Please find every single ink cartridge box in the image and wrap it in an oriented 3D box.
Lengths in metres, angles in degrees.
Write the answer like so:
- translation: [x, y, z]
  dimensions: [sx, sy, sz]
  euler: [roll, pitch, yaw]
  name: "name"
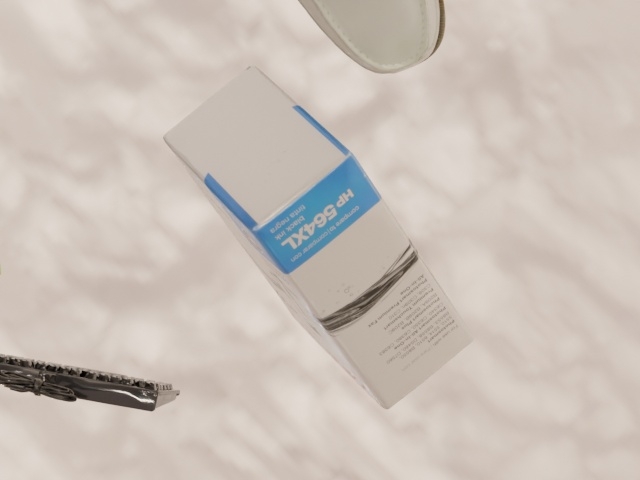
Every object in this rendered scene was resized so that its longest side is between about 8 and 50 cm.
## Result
- translation: [0.000, 0.000, 1.350]
  dimensions: [0.148, 0.086, 0.203]
  euler: [43, 171, 50]
  name: "ink cartridge box"

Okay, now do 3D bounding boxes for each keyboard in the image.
- translation: [-0.209, 0.108, 1.561]
  dimensions: [0.180, 0.023, 0.108]
  euler: [8, -176, 11]
  name: "keyboard"

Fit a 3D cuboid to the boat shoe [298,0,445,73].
- translation: [-0.001, -0.246, 1.424]
  dimensions: [0.302, 0.113, 0.103]
  euler: [60, -169, -18]
  name: "boat shoe"
